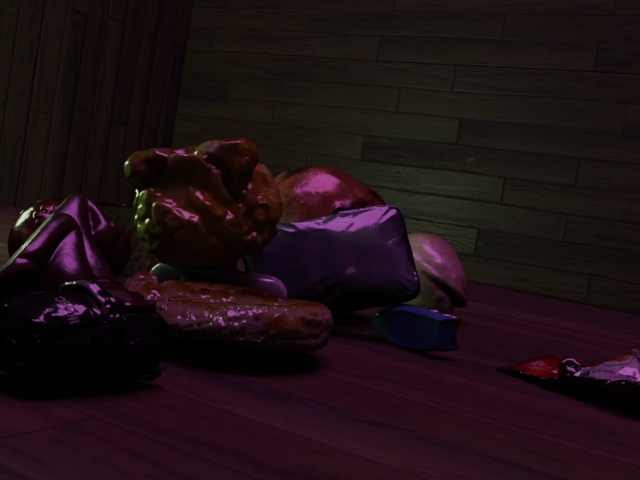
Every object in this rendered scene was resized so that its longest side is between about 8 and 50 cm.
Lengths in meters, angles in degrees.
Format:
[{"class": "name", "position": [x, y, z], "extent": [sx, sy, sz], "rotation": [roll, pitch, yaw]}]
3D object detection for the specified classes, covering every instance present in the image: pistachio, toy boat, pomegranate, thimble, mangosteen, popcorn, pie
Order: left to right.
[{"class": "mangosteen", "position": [-0.422, 0.023, 1.120], "extent": [0.146, 0.181, 0.156], "rotation": [11, 44, -23]}, {"class": "thimble", "position": [-0.400, 0.001, 1.340], "extent": [0.271, 0.150, 0.271], "rotation": [4, 2, 0]}, {"class": "popcorn", "position": [-0.190, -0.067, 1.114], "extent": [0.251, 0.237, 0.206], "rotation": [51, -5, -37]}, {"class": "pie", "position": [-0.127, 0.097, 0.979], "extent": [0.303, 0.067, 0.302], "rotation": [9, 3, 0]}, {"class": "pomegranate", "position": [0.000, 0.000, 1.452], "extent": [0.322, 0.322, 0.322], "rotation": [9, 3, 0]}, {"class": "toy boat", "position": [0.165, 0.150, 1.237], "extent": [0.077, 0.075, 0.185], "rotation": [4, 1, -44]}, {"class": "pistachio", "position": [0.254, 0.090, 1.744], "extent": [0.226, 0.208, 0.332], "rotation": [55, -8, -21]}]

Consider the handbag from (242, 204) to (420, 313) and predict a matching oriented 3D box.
[{"class": "handbag", "position": [0.008, 0.039, 1.254], "extent": [0.332, 0.191, 0.075], "rotation": [-7, -22, -10]}]

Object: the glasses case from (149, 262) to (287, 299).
[{"class": "glasses case", "position": [-0.171, 0.090, 1.161], "extent": [0.233, 0.092, 0.059], "rotation": [10, 10, 2]}]

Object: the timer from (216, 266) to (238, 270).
[{"class": "timer", "position": [-0.211, 0.059, 1.431], "extent": [0.187, 0.055, 0.144], "rotation": [38, -8, -18]}]

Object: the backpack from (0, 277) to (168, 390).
[{"class": "backpack", "position": [-0.241, 0.091, 0.706], "extent": [0.120, 0.105, 0.165], "rotation": [16, 2, 31]}]

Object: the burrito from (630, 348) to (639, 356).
[{"class": "burrito", "position": [0.588, 0.226, 1.177], "extent": [0.060, 0.087, 0.226], "rotation": [48, -12, -14]}]

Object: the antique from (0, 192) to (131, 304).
[{"class": "antique", "position": [-0.321, 0.035, 0.921], "extent": [0.143, 0.121, 0.257], "rotation": [41, 11, -20]}]

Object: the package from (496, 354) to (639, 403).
[{"class": "package", "position": [0.431, 0.212, 1.094], "extent": [0.194, 0.071, 0.269], "rotation": [11, -11, -29]}]
